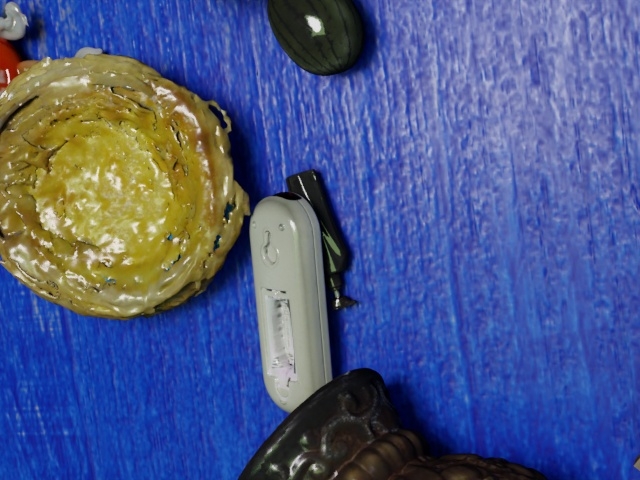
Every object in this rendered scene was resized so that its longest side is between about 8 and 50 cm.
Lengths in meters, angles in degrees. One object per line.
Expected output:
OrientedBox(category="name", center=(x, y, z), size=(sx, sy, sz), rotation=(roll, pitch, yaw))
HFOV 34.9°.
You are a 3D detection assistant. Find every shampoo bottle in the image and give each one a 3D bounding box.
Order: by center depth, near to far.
OrientedBox(category="shampoo bottle", center=(0.000, 0.000, 0.985), size=(0.048, 0.027, 0.137), rotation=(-16, 92, 33))

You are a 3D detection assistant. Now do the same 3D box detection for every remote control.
OrientedBox(category="remote control", center=(-0.031, 0.064, 0.984), size=(0.078, 0.042, 0.221), rotation=(7, 107, 46))

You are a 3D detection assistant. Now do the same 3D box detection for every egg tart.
OrientedBox(category="egg tart", center=(-0.201, -0.058, 1.016), size=(0.291, 0.107, 0.290), rotation=(2, 103, 10))

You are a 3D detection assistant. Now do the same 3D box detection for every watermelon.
OrientedBox(category="watermelon", center=(-0.005, -0.202, 0.934), size=(0.078, 0.078, 0.110), rotation=(-41, 81, 22))

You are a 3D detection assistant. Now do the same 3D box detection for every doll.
OrientedBox(category="doll", center=(-0.350, -0.166, 1.075), size=(0.217, 0.085, 0.183), rotation=(23, 107, 8))

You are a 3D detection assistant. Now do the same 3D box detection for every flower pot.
OrientedBox(category="flower pot", center=(0.073, 0.266, 0.882), size=(0.267, 0.267, 0.266), rotation=(42, 110, 24))

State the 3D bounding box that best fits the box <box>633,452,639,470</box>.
OrientedBox(category="box", center=(0.319, 0.180, 0.884), size=(0.053, 0.024, 0.083), rotation=(38, 108, 12))
